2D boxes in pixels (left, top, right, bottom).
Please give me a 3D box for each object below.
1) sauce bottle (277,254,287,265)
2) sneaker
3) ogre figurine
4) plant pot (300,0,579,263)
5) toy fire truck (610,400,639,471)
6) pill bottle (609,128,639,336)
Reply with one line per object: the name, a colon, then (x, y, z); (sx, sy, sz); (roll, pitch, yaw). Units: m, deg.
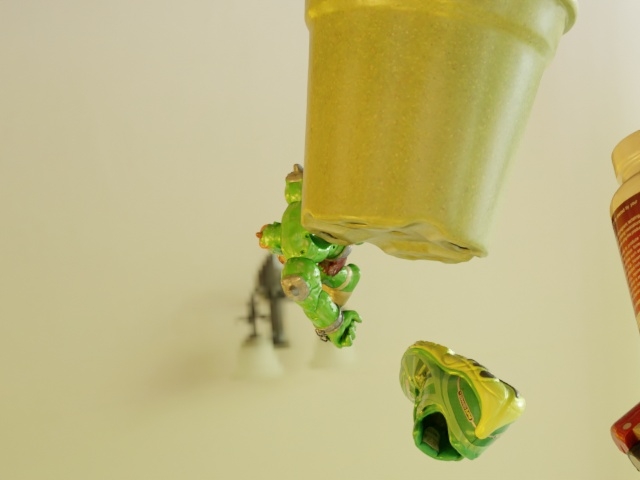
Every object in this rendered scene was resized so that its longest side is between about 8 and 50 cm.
sauce bottle: (-0.004, -0.006, 1.659); (0.042, 0.042, 0.128); (-8, 165, -35)
sneaker: (0.146, 0.200, 1.821); (0.109, 0.123, 0.295); (39, 173, -11)
ogre figurine: (0.000, 0.000, 1.524); (0.097, 0.197, 0.118); (13, 170, 33)
plant pot: (0.091, -0.118, 1.404); (0.276, 0.254, 0.276); (9, 171, 2)
toy fire truck: (0.533, 0.320, 2.280); (0.158, 0.217, 0.246); (-39, -161, -9)
pill bottle: (0.234, 0.004, 0.949); (0.086, 0.152, 0.086); (-8, 153, -4)
